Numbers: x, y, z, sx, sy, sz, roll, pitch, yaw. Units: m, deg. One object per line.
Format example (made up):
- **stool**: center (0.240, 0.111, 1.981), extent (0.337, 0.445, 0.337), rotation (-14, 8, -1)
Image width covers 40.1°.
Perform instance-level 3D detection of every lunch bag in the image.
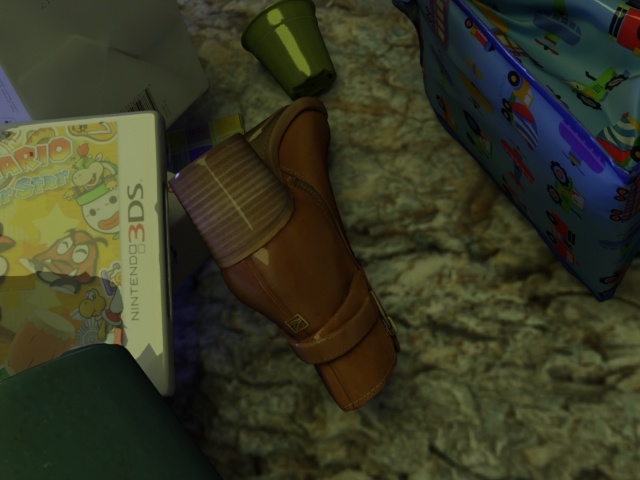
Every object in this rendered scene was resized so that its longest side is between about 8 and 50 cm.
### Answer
- **lunch bag**: center (0.163, -0.122, 0.706), extent (0.138, 0.221, 0.293), rotation (-43, 64, -9)

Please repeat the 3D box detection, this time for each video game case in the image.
- **video game case**: center (-0.221, 0.016, 0.636), extent (0.227, 0.026, 0.206), rotation (-4, 82, 6)

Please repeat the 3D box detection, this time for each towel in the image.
- **towel**: center (-0.112, -0.094, 0.874), extent (0.083, 0.009, 0.060), rotation (-13, 64, 7)

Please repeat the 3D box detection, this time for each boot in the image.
- **boot**: center (0.000, 0.000, 0.735), extent (0.109, 0.283, 0.220), rotation (-34, 97, 15)

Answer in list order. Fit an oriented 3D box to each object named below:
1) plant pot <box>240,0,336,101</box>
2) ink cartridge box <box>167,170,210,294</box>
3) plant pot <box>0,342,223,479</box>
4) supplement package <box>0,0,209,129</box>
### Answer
- **plant pot**: center (-0.024, -0.182, 0.863), extent (0.083, 0.083, 0.079), rotation (-28, 74, -1)
- **ink cartridge box**: center (-0.202, 0.013, 0.769), extent (0.140, 0.082, 0.190), rotation (22, 51, 21)
- **plant pot**: center (-0.134, 0.260, 0.475), extent (0.341, 0.341, 0.334), rotation (-33, 83, -4)
- **supplement package**: center (-0.283, -0.169, 0.781), extent (0.263, 0.198, 0.199), rotation (6, 43, 31)
